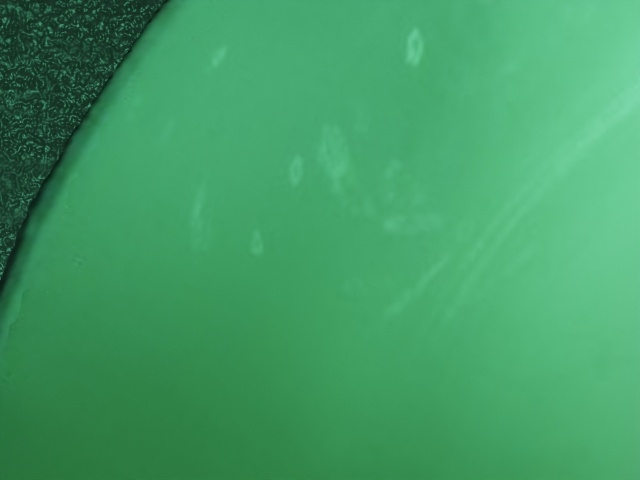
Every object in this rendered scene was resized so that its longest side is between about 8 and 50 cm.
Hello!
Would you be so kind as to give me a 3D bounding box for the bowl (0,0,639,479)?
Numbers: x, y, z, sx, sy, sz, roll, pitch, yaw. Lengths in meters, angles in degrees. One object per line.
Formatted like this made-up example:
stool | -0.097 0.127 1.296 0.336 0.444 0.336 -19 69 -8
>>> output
bowl | 0.107 0.014 0.346 0.185 0.354 0.354 44 -156 -31
